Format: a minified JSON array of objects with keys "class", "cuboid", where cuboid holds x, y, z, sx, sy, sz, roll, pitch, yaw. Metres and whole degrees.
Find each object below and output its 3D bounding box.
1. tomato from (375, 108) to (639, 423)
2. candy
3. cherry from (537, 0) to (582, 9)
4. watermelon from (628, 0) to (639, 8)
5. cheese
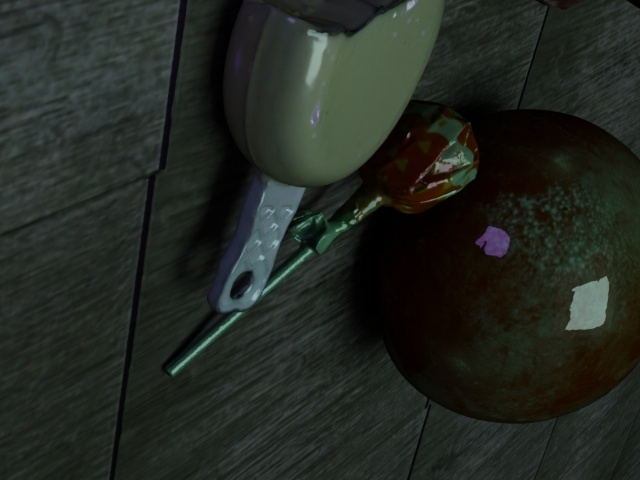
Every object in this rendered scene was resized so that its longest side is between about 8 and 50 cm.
[{"class":"tomato","cuboid":[0.181,0.029,1.033,0.270,0.222,0.270,-45,150,-35]},{"class":"candy","cuboid":[-0.001,-0.001,0.874,0.287,0.078,0.084,-41,-174,-16]},{"class":"cherry","cuboid":[0.116,-0.235,0.676,0.192,0.175,0.250,-51,136,-32]},{"class":"watermelon","cuboid":[0.313,-0.279,0.910,0.269,0.269,0.269,-42,148,-33]},{"class":"cheese","cuboid":[0.001,-0.075,0.774,0.163,0.070,0.249,-29,140,-46]}]
